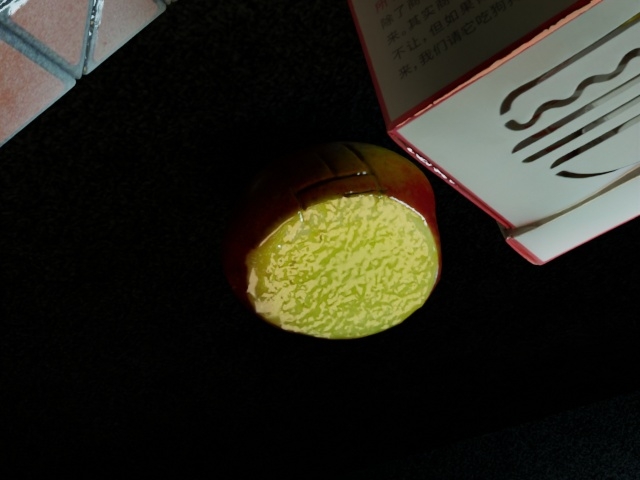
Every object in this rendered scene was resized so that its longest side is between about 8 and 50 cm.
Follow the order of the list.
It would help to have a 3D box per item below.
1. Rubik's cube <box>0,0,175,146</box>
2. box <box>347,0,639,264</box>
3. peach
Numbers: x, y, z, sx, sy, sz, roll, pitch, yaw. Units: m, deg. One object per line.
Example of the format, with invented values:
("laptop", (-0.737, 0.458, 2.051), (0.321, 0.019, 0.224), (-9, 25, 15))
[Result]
("Rubik's cube", (-0.200, -0.237, 0.584), (0.233, 0.228, 0.228), (-29, 117, 7))
("box", (0.220, -0.214, 0.742), (0.314, 0.312, 0.300), (-31, 144, 25))
("peach", (0.000, 0.000, 1.049), (0.275, 0.248, 0.245), (-4, -173, -27))
